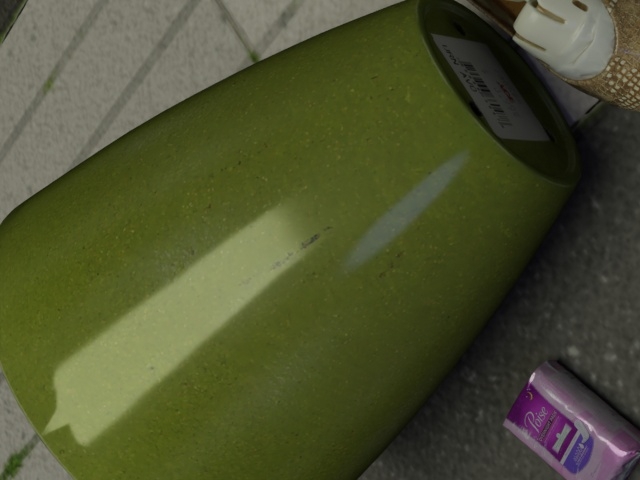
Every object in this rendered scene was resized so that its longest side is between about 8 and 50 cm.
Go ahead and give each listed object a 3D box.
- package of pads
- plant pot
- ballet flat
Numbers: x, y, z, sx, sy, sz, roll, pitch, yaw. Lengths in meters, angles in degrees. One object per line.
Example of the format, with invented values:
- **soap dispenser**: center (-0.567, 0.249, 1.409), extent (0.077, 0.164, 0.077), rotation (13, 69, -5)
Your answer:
- **package of pads**: center (0.155, 0.116, 0.911), extent (0.083, 0.032, 0.050), rotation (42, 125, 28)
- **plant pot**: center (0.000, 0.000, 0.892), extent (0.293, 0.275, 0.274), rotation (-39, 74, 27)
- **ballet flat**: center (0.117, -0.136, 0.848), extent (0.206, 0.067, 0.073), rotation (42, 128, 27)
